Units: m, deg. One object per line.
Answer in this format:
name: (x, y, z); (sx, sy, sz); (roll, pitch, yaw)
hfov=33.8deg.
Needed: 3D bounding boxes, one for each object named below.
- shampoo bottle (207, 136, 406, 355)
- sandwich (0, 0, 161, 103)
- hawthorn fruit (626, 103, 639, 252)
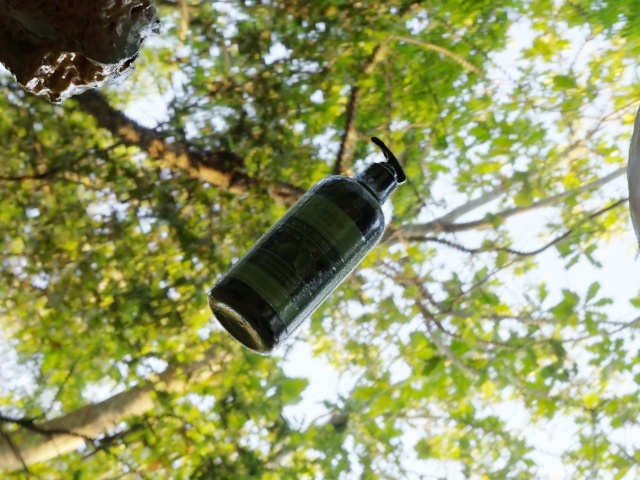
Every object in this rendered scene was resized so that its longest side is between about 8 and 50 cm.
shampoo bottle: (0.000, 0.000, 1.185); (0.101, 0.284, 0.101); (34, -27, 20)
sandwich: (-0.271, -0.239, 0.910); (0.301, 0.162, 0.250); (33, -88, 18)
hawthorn fruit: (0.507, -0.075, 1.026); (0.471, 0.471, 0.472); (14, -67, 35)
